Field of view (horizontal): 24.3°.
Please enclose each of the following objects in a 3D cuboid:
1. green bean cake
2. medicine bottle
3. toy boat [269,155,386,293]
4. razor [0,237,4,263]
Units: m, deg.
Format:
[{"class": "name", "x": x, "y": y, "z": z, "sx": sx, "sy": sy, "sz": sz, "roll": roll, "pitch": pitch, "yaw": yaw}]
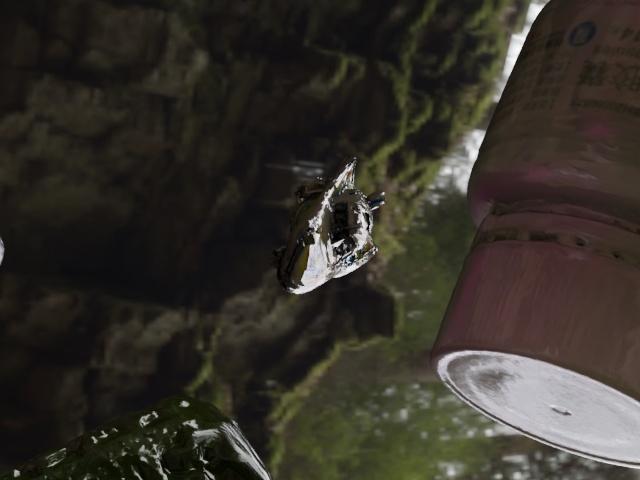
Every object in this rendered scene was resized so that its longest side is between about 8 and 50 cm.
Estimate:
[{"class": "green bean cake", "x": -0.167, "y": 0.319, "z": 1.313, "sx": 0.218, "sy": 0.335, "sz": 0.319, "roll": -31, "pitch": -92, "yaw": 38}, {"class": "medicine bottle", "x": 0.235, "y": -0.014, "z": 1.136, "sx": 0.256, "sy": 0.256, "sz": 0.325, "roll": 4, "pitch": -118, "yaw": 44}, {"class": "toy boat", "x": 0.000, "y": 0.000, "z": 1.155, "sx": 0.066, "sy": 0.210, "sz": 0.084, "roll": -6, "pitch": -74, "yaw": 17}, {"class": "razor", "x": -0.339, "y": 0.040, "z": 1.335, "sx": 0.054, "sy": 0.148, "sz": 0.090, "roll": 21, "pitch": -74, "yaw": 5}]
